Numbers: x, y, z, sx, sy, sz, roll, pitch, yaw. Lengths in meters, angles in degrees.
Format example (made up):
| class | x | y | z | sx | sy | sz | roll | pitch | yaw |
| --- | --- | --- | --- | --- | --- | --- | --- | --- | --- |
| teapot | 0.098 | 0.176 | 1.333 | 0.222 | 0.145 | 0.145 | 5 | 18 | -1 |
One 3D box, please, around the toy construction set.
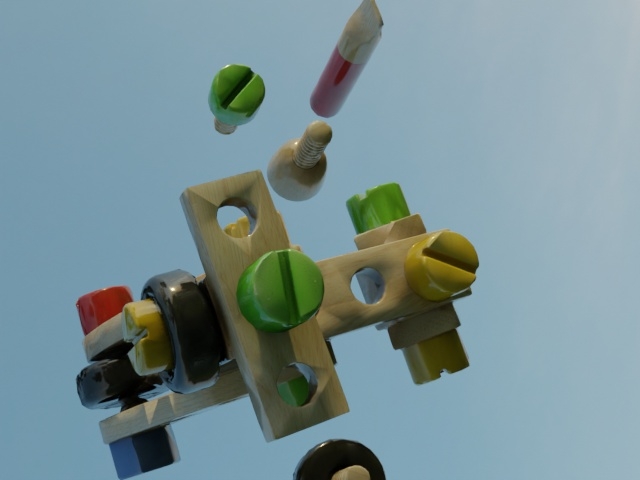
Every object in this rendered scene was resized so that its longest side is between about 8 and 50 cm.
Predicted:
| class | x | y | z | sx | sy | sz | roll | pitch | yaw |
| --- | --- | --- | --- | --- | --- | --- | --- | --- | --- |
| toy construction set | 0.000 | 0.000 | 0.591 | 0.258 | 0.237 | 0.308 | 9 | -110 | -11 |
